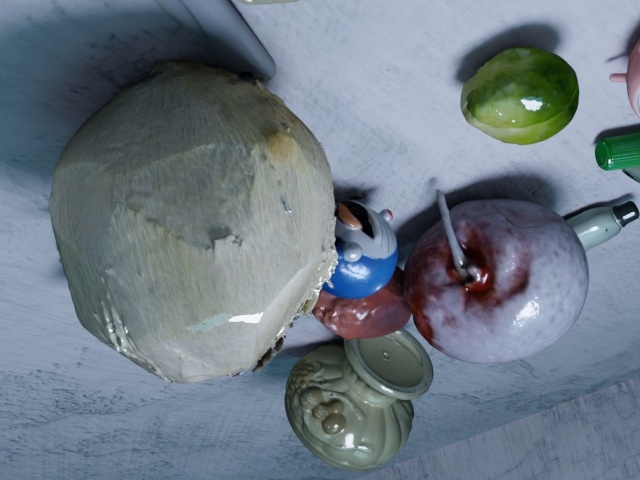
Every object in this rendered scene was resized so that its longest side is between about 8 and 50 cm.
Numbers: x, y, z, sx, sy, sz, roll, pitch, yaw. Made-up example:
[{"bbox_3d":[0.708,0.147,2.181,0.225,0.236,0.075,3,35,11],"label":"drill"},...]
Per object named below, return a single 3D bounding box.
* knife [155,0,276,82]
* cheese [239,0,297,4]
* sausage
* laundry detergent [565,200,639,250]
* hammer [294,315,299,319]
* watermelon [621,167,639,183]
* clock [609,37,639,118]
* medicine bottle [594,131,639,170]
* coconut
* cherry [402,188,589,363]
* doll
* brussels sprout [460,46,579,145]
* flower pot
[{"bbox_3d":[-0.127,-0.246,1.081,0.073,0.040,0.265,-11,158,20],"label":"knife"},{"bbox_3d":[0.001,-0.287,1.056,0.194,0.043,0.065,-8,153,-16],"label":"cheese"},{"bbox_3d":[0.079,0.105,1.772,0.152,0.152,0.280,-26,165,22],"label":"sausage"},{"bbox_3d":[0.503,-0.014,1.877,0.226,0.070,0.099,-28,144,24],"label":"laundry detergent"},{"bbox_3d":[-0.144,0.130,1.807,0.306,0.113,0.202,-8,159,-34],"label":"hammer"},{"bbox_3d":[0.605,-0.120,1.743,0.155,0.080,0.101,-11,-170,-14],"label":"watermelon"},{"bbox_3d":[0.537,-0.236,1.344,0.227,0.142,0.241,22,152,-17],"label":"clock"},{"bbox_3d":[0.604,-0.162,1.611,0.309,0.076,0.111,-11,149,-10],"label":"medicine bottle"},{"bbox_3d":[-0.150,-0.032,1.165,0.347,0.360,0.346,-11,-164,3],"label":"coconut"},{"bbox_3d":[0.321,0.062,1.701,0.335,0.291,0.326,-9,164,-32],"label":"cherry"},{"bbox_3d":[0.000,0.000,1.530,0.257,0.215,0.161,10,102,-37],"label":"doll"},{"bbox_3d":[0.270,-0.195,1.312,0.155,0.117,0.155,14,158,6],"label":"brussels sprout"},{"bbox_3d":[0.090,0.318,2.118,0.308,0.307,0.244,5,132,-36],"label":"flower pot"}]
